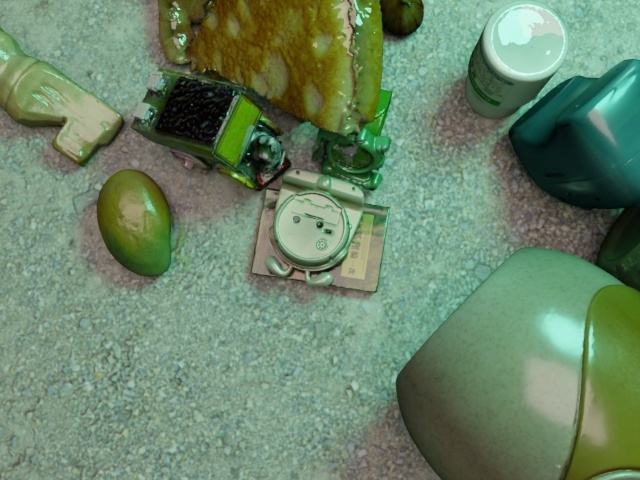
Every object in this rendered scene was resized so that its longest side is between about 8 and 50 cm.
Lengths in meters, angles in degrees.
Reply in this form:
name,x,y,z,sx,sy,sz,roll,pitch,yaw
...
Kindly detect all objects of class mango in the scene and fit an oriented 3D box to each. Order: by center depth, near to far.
name,x,y,z,sx,sy,sz,roll,pitch,yaw
mango,-0.322,-0.028,1.336,0.130,0.092,0.195,-27,91,-4

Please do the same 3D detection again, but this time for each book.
name,x,y,z,sx,sy,sz,roll,pitch,yaw
book,0.000,0.000,1.354,0.228,0.024,0.160,9,80,3

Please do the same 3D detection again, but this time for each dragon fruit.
name,x,y,z,sx,sy,sz,roll,pitch,yaw
dragon fruit,-0.098,-0.133,1.357,0.083,0.056,0.060,-38,84,-2

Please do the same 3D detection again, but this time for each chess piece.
name,x,y,z,sx,sy,sz,roll,pitch,yaw
chess piece,-0.505,-0.261,1.365,0.301,0.137,0.137,33,84,-6

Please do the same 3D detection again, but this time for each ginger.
name,x,y,z,sx,sy,sz,roll,pitch,yaw
ginger,-0.277,-0.492,1.403,0.148,0.081,0.334,-27,81,13

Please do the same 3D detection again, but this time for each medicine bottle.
name,x,y,z,sx,sy,sz,roll,pitch,yaw
medicine bottle,0.319,-0.294,1.277,0.139,0.237,0.139,0,84,2

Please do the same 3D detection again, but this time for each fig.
name,x,y,z,sx,sy,sz,roll,pitch,yaw
fig,0.145,-0.419,1.356,0.088,0.125,0.089,0,87,0

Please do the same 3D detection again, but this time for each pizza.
name,x,y,z,sx,sy,sz,roll,pitch,yaw
pizza,-0.072,-0.374,1.271,0.406,0.130,0.440,-5,97,42

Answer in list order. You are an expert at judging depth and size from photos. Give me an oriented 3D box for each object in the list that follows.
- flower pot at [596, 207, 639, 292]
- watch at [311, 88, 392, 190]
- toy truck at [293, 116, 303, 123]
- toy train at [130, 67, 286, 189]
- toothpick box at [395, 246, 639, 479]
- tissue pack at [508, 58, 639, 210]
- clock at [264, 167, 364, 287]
name,x,y,z,sx,sy,sz,roll,pitch,yaw
flower pot,0.602,0.006,1.212,0.213,0.302,0.302,35,84,2
watch,0.063,-0.191,1.334,0.131,0.165,0.152,15,58,4
toy truck,-0.021,-0.304,1.368,0.100,0.077,0.169,32,86,3
toy train,-0.186,-0.185,1.286,0.260,0.177,0.134,20,83,33
toothpick box,0.355,0.256,1.111,0.425,0.409,0.409,43,85,14
tissue pack,0.458,-0.158,1.234,0.198,0.287,0.206,-43,100,-7
clock,-0.015,-0.020,1.313,0.151,0.062,0.191,17,81,5
